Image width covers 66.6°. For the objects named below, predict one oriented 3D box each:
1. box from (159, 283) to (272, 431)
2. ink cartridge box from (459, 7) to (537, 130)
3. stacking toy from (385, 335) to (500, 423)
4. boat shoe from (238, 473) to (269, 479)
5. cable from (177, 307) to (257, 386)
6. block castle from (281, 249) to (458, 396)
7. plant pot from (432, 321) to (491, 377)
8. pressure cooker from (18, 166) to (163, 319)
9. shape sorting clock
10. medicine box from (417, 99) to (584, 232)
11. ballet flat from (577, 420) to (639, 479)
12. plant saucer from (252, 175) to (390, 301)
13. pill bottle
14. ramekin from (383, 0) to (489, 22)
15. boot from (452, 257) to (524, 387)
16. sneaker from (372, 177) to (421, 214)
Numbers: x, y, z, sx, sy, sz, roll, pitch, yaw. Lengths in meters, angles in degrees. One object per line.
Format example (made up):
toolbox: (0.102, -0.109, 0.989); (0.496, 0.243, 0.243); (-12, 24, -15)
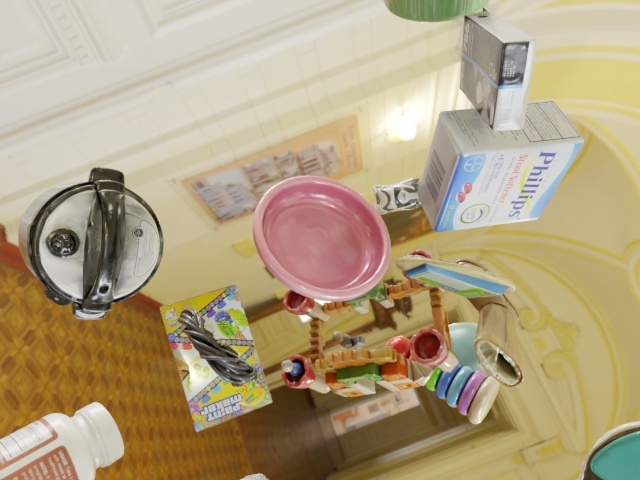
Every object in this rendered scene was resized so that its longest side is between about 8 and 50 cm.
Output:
box: (-0.263, 0.276, 1.193); (0.290, 0.177, 0.279); (147, -74, -72)
ink cartridge box: (0.343, -0.363, 1.000); (0.332, 0.065, 0.165); (-88, 173, -57)
stacking toy: (0.335, 0.379, 1.407); (0.330, 0.141, 0.141); (27, -26, 32)
boat shoe: (-0.192, 0.437, 0.706); (0.103, 0.320, 0.118); (16, -69, 49)
cable: (-0.158, 0.161, 0.742); (0.150, 0.047, 0.184); (50, -14, -1)
block castle: (0.109, 0.227, 1.282); (0.213, 0.453, 0.303); (40, 41, -47)
plant pot: (0.470, 0.406, 1.684); (0.293, 0.196, 0.293); (-160, -90, -85)
pressure cooker: (-0.676, 0.010, 1.447); (0.420, 0.375, 0.370); (6, -47, 54)
shape sorting clock: (0.234, 0.060, 0.854); (0.206, 0.206, 0.040); (70, 39, -77)
medicine box: (0.409, -0.170, 1.157); (0.263, 0.289, 0.149); (93, -13, -52)
ballet flat: (0.695, 0.556, 1.175); (0.139, 0.139, 0.400); (-111, -148, -60)
plant saucer: (0.000, 0.000, 1.141); (0.332, 0.332, 0.084); (69, -29, 26)
pill bottle: (-0.385, 0.312, 0.648); (0.121, 0.216, 0.121); (18, -62, 37)
ramekin: (0.284, -0.658, 1.174); (0.148, 0.303, 0.303); (77, -6, -50)
boot: (0.387, 0.175, 1.142); (0.236, 0.089, 0.269); (43, 29, 2)
sneaker: (0.240, -0.131, 1.456); (0.235, 0.153, 0.094); (18, 66, -88)
